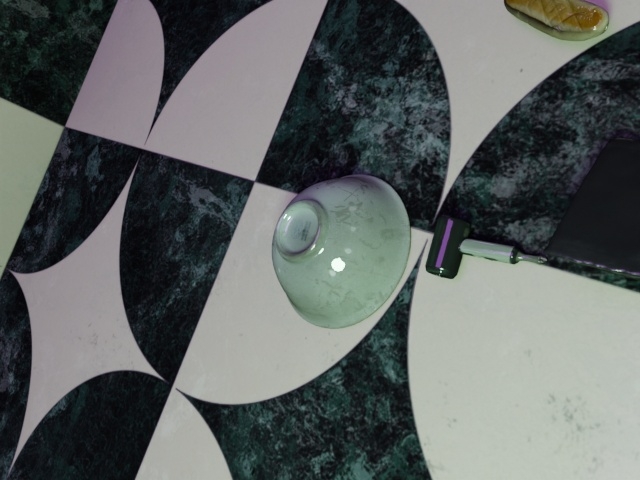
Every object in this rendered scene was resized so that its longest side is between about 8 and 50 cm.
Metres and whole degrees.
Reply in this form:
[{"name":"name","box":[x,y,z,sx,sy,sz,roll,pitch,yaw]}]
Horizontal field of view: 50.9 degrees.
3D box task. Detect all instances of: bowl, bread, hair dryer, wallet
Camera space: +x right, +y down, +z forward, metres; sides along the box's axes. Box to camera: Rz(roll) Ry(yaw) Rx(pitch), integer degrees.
[{"name":"bowl","box":[0.000,0.000,1.269,0.313,0.146,0.313,-16,64,36]},{"name":"bread","box":[0.398,-0.383,1.143,0.073,0.053,0.214,-52,46,7]},{"name":"hair dryer","box":[0.271,0.022,1.101,0.197,0.057,0.100,10,82,36]},{"name":"wallet","box":[0.492,-0.032,0.876,0.323,0.041,0.247,17,58,40]}]
